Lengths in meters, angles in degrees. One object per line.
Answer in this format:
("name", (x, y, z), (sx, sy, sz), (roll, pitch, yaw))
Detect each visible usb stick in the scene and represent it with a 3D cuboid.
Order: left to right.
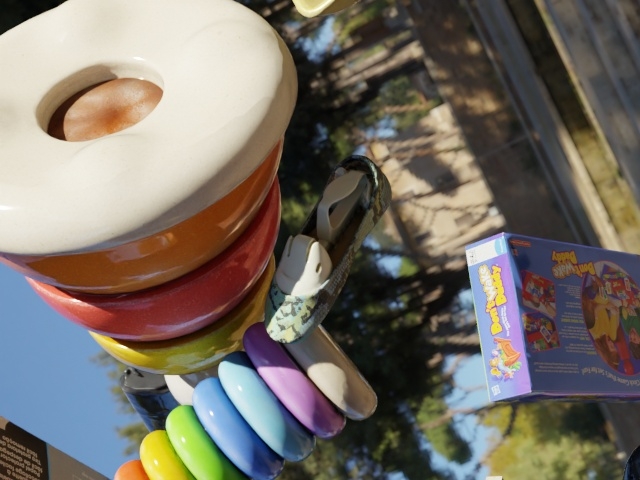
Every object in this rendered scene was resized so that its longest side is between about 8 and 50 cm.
("usb stick", (-0.200, 0.233, 1.396), (0.278, 0.077, 0.045), (80, -170, -59))

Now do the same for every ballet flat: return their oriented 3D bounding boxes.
("ballet flat", (0.000, 0.000, 0.913), (0.070, 0.070, 0.188), (54, -127, -39))

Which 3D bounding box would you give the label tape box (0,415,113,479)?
("label tape box", (-0.284, 0.377, 1.055), (0.249, 0.115, 0.347), (47, -164, -43))

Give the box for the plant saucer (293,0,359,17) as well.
("plant saucer", (0.071, -0.417, 1.098), (0.081, 0.333, 0.332), (33, -155, -51))

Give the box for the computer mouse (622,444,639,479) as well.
("computer mouse", (0.331, 0.292, 1.128), (0.041, 0.071, 0.242), (40, -140, 3))

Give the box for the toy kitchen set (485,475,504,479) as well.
("toy kitchen set", (0.281, 0.413, 1.630), (0.075, 0.083, 0.068), (38, -126, -33))

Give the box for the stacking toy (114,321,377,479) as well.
("stacking toy", (-0.111, 0.205, 0.995), (0.141, 0.330, 0.141), (50, 180, 1))

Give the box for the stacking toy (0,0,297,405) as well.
("stacking toy", (-0.161, 0.018, 1.083), (0.350, 0.351, 0.479), (-102, -1, -45))

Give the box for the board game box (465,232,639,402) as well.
("board game box", (0.380, 0.125, 1.598), (0.347, 0.078, 0.233), (8, -112, -40))
